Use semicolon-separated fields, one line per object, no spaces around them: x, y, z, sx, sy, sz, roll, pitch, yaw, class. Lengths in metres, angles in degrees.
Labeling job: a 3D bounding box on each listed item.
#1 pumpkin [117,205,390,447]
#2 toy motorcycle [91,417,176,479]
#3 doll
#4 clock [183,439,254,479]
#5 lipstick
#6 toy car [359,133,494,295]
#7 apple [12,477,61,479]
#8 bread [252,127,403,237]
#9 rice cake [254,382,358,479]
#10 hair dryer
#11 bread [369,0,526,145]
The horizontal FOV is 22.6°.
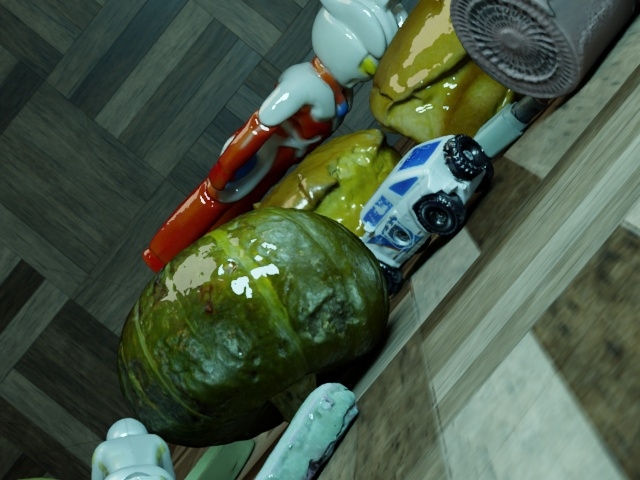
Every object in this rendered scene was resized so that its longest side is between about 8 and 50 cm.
-0.039;0.073;1.195;0.219;0.162;0.219;-31;-17;-10;pumpkin
-0.128;0.200;1.142;0.074;0.151;0.229;-6;-10;-8;toy motorcycle
-0.037;-0.115;1.647;0.384;0.099;0.188;-53;-10;27;doll
-0.144;0.269;1.497;0.235;0.029;0.235;-51;2;3;clock
0.176;-0.112;1.389;0.107;0.025;0.025;-42;8;42;lipstick
0.081;-0.029;1.343;0.171;0.070;0.080;-49;2;47;toy car
-0.325;0.354;1.784;0.200;0.200;0.200;-51;2;3;apple
0.000;0.000;1.586;0.268;0.145;0.268;-47;2;2;bread
-0.031;0.161;0.992;0.033;0.033;0.208;-47;5;44;rice cake
0.258;-0.250;1.204;0.210;0.125;0.352;-50;12;-25;hair dryer
0.182;-0.225;1.505;0.344;0.149;0.195;-51;2;7;bread
